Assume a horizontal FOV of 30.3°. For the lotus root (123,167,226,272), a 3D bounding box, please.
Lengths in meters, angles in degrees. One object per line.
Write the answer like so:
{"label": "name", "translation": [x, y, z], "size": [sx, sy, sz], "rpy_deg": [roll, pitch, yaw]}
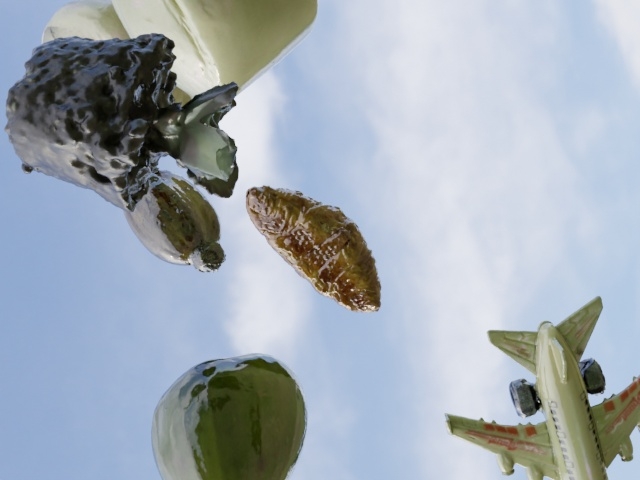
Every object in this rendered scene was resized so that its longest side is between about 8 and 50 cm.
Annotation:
{"label": "lotus root", "translation": [-0.216, -0.028, 1.757], "size": [0.209, 0.120, 0.120], "rpy_deg": [48, -149, 19]}

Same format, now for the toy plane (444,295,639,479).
{"label": "toy plane", "translation": [0.236, 0.175, 1.117], "size": [0.092, 0.229, 0.244], "rpy_deg": [-109, 2, -66]}

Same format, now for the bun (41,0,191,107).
{"label": "bun", "translation": [-0.263, -0.232, 1.566], "size": [0.210, 0.237, 0.116], "rpy_deg": [43, -118, -11]}

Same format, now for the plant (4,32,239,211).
{"label": "plant", "translation": [-0.163, -0.102, 1.037], "size": [0.142, 0.203, 0.131], "rpy_deg": [82, -164, -55]}

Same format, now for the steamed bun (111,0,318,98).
{"label": "steamed bun", "translation": [-0.120, -0.287, 1.273], "size": [0.200, 0.155, 0.250], "rpy_deg": [-40, -78, -30]}

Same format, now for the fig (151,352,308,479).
{"label": "fig", "translation": [-0.105, 0.254, 1.445], "size": [0.203, 0.203, 0.225], "rpy_deg": [26, -140, -50]}

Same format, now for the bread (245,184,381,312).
{"label": "bread", "translation": [0.000, 0.000, 1.556], "size": [0.233, 0.105, 0.076], "rpy_deg": [41, -151, -6]}
